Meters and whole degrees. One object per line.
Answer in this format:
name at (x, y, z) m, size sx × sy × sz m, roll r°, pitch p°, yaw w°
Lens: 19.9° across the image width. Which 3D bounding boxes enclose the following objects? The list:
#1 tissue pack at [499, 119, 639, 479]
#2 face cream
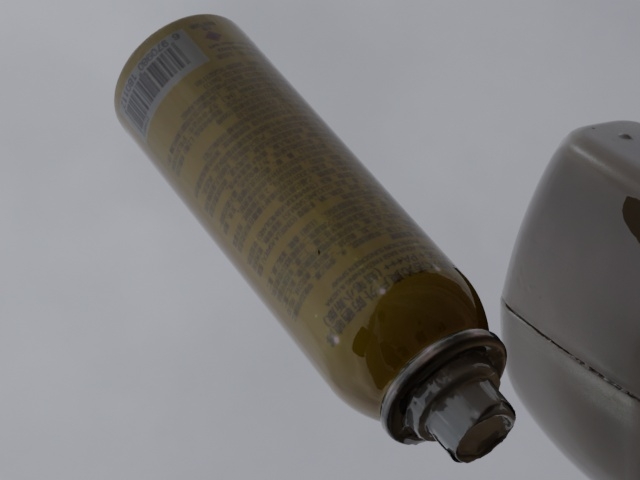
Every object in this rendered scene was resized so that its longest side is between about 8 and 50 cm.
tissue pack at (0.332, 0.061, 1.358) m, size 0.387 × 0.267 × 0.277 m, roll -4°, pitch -62°, yaw -34°
face cream at (0.000, 0.000, 1.109) m, size 0.105 × 0.349 × 0.105 m, roll -25°, pitch -38°, yaw -21°
